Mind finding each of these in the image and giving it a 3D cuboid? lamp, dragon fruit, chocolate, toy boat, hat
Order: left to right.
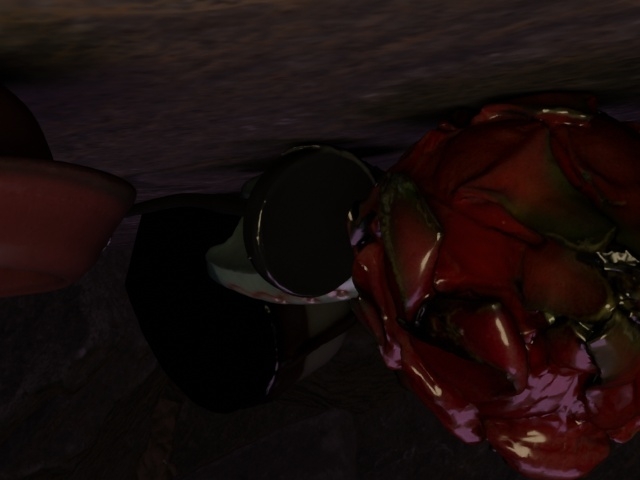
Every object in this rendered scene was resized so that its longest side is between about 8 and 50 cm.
[{"bbox_3d":[-0.172,-0.025,0.440,0.206,0.089,0.205,-3,174,0],"label":"hat"},{"bbox_3d":[-0.130,-0.017,0.937,0.371,0.130,0.108,5,-153,36],"label":"lamp"},{"bbox_3d":[-0.086,0.061,1.434,0.284,0.283,0.186,-6,-164,46],"label":"chocolate"},{"bbox_3d":[0.000,0.000,0.977,0.208,0.134,0.079,-3,137,38],"label":"toy boat"},{"bbox_3d":[0.134,0.032,0.663,0.234,0.233,0.293,-4,-164,-9],"label":"dragon fruit"}]
